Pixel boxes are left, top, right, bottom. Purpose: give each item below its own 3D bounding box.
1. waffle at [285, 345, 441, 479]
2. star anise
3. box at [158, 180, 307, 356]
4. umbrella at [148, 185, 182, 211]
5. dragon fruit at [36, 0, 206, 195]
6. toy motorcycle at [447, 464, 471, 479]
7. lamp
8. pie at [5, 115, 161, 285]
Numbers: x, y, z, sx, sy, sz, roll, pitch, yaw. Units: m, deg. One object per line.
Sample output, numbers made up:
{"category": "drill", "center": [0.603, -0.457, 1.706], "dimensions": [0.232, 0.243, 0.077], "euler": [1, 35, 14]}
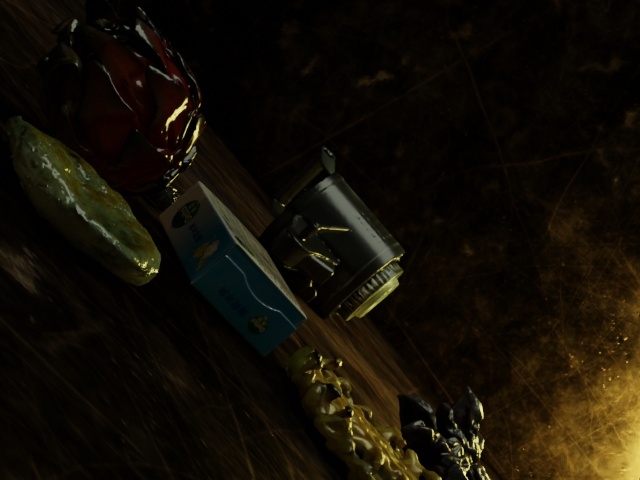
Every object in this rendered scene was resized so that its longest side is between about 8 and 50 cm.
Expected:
{"category": "waffle", "center": [0.051, 0.223, 1.409], "dimensions": [0.280, 0.060, 0.262], "euler": [50, 3, 32]}
{"category": "star anise", "center": [0.198, 0.326, 1.822], "dimensions": [0.283, 0.129, 0.212], "euler": [42, 23, -36]}
{"category": "box", "center": [-0.106, 0.030, 1.454], "dimensions": [0.139, 0.073, 0.194], "euler": [47, 3, -29]}
{"category": "umbrella", "center": [-0.225, -0.085, 1.531], "dimensions": [0.144, 0.040, 0.037], "euler": [45, 14, -42]}
{"category": "dragon fruit", "center": [-0.201, -0.132, 1.234], "dimensions": [0.188, 0.182, 0.182], "euler": [27, 19, -52]}
{"category": "toy motorcycle", "center": [0.069, 0.229, 0.637], "dimensions": [0.263, 0.157, 0.091], "euler": [49, 1, -42]}
{"category": "lamp", "center": [0.029, 0.015, 2.359], "dimensions": [0.272, 0.205, 0.374], "euler": [43, 21, -12]}
{"category": "pie", "center": [-0.208, -0.034, 1.061], "dimensions": [0.187, 0.041, 0.187], "euler": [48, 3, -4]}
